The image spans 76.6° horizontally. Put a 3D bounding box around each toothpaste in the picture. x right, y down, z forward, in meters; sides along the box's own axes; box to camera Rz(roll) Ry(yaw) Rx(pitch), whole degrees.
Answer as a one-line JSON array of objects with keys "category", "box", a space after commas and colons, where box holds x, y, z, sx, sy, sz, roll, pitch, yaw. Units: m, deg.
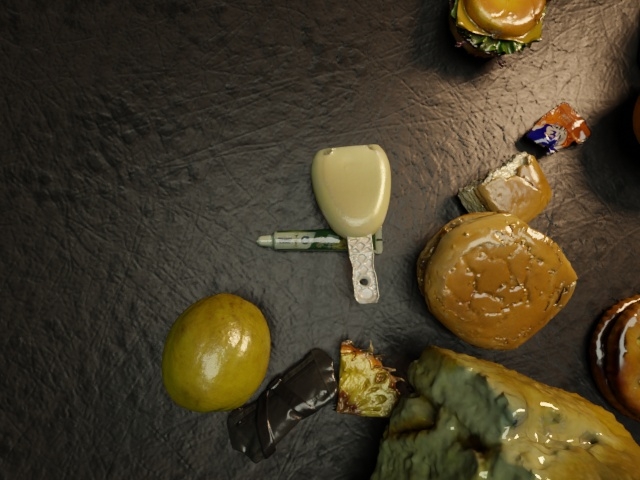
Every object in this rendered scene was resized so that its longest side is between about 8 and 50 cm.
[{"category": "toothpaste", "box": [0.000, 0.000, 0.655, 0.204, 0.031, 0.049, -1, 86, -5]}]

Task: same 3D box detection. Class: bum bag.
[{"category": "bum bag", "box": [-0.052, 0.252, 0.618, 0.198, 0.049, 0.087, -39, 47, -4]}]

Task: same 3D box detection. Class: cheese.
[{"category": "cheese", "box": [0.057, -0.028, 0.628, 0.127, 0.054, 0.251, -6, 74, -2]}]

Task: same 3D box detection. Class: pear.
[{"category": "pear", "box": [-0.146, 0.159, 0.579, 0.149, 0.149, 0.162, 15, 66, -2]}]

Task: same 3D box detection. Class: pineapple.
[{"category": "pineapple", "box": [0.062, 0.223, 0.628, 0.116, 0.069, 0.137, -39, 79, 0]}]

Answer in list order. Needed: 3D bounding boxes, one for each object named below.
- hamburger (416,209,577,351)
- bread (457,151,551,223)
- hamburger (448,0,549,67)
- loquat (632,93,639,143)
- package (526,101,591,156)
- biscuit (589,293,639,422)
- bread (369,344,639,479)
[{"category": "hamburger", "box": [0.251, 0.056, 0.608, 0.214, 0.108, 0.213, 1, 108, 4]}, {"category": "bread", "box": [0.303, -0.074, 0.651, 0.125, 0.082, 0.106, -33, 83, -7]}, {"category": "hamburger", "box": [0.289, -0.387, 0.673, 0.164, 0.093, 0.189, 22, 86, -3]}, {"category": "loquat", "box": [0.606, -0.201, 0.615, 0.208, 0.208, 0.208, 0, 85, -3]}, {"category": "package", "box": [0.406, -0.184, 0.692, 0.111, 0.033, 0.077, -34, 64, -19]}, {"category": "biscuit", "box": [0.549, 0.190, 0.648, 0.221, 0.066, 0.220, 0, 85, -2]}, {"category": "bread", "box": [0.195, 0.352, 0.459, 0.239, 0.264, 0.395, 25, 88, -15]}]
